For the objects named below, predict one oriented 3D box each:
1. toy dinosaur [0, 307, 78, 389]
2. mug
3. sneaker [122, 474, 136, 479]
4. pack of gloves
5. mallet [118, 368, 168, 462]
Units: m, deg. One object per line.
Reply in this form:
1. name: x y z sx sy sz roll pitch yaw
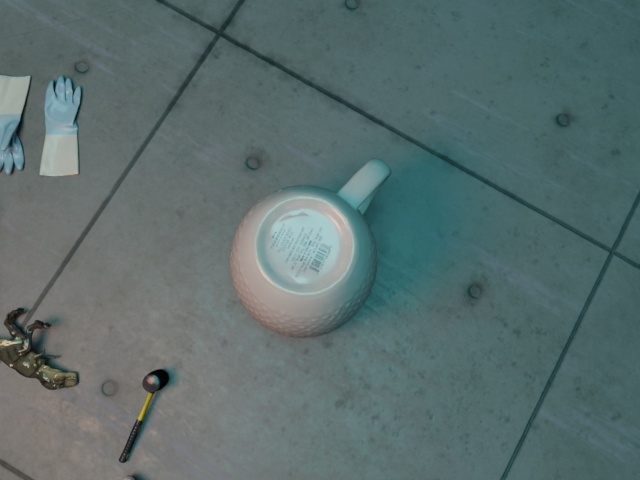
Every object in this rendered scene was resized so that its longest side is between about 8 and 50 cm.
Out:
1. toy dinosaur: -0.601 0.204 1.140 0.268 0.064 0.118 22 86 6
2. mug: 0.000 0.000 1.058 0.276 0.328 0.374 39 81 5
3. sneaker: -0.385 0.566 1.067 0.121 0.079 0.217 36 80 4
4. pack of gloves: -0.621 -0.255 1.231 0.194 0.046 0.232 -2 80 -1
5. mallet: -0.352 0.344 1.118 0.039 0.062 0.190 22 80 3
